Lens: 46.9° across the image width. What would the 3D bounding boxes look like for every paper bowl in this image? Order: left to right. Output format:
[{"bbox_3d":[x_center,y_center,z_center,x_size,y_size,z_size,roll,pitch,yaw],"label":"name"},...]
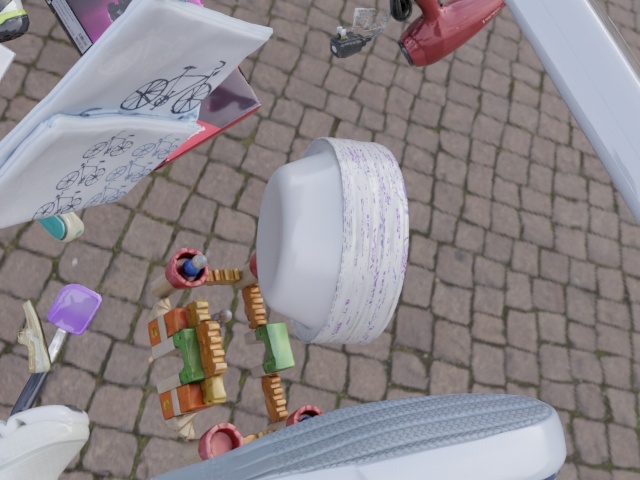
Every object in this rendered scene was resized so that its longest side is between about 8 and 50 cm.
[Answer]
[{"bbox_3d":[0.000,0.000,1.015,0.148,0.284,0.284,3,60,-17],"label":"paper bowl"}]

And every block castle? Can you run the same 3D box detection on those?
[{"bbox_3d":[-0.175,0.236,1.577,0.303,0.213,0.453,-2,72,-38],"label":"block castle"}]

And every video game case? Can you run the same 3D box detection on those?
[{"bbox_3d":[0.213,-0.043,0.451,0.300,0.036,0.329,0,60,-58],"label":"video game case"}]

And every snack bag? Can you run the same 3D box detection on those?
[{"bbox_3d":[-0.212,-0.135,0.822,0.037,0.342,0.323,51,18,3],"label":"snack bag"}]

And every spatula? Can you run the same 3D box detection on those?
[{"bbox_3d":[-0.525,0.218,1.435,0.084,0.030,0.296,32,53,-19],"label":"spatula"}]

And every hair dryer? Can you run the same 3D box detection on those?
[{"bbox_3d":[0.171,-0.365,1.161,0.293,0.223,0.080,-9,61,-24],"label":"hair dryer"}]

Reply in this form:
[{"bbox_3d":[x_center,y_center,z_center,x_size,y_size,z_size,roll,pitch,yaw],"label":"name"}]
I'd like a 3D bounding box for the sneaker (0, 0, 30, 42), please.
[{"bbox_3d":[-0.510,-0.302,0.984,0.234,0.084,0.097,-25,105,-36],"label":"sneaker"}]

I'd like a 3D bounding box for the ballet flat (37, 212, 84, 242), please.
[{"bbox_3d":[-0.615,-0.088,1.621,0.248,0.086,0.086,42,57,12],"label":"ballet flat"}]

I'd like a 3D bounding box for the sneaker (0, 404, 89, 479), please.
[{"bbox_3d":[-0.300,0.260,0.636,0.292,0.110,0.118,-44,63,4],"label":"sneaker"}]

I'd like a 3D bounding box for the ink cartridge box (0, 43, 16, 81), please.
[{"bbox_3d":[-0.651,-0.193,1.156,0.175,0.069,0.371,33,65,-30],"label":"ink cartridge box"}]

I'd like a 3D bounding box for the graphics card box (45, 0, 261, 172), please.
[{"bbox_3d":[-0.296,-0.341,1.320,0.233,0.094,0.371,-36,103,-28],"label":"graphics card box"}]

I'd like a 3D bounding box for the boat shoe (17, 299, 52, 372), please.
[{"bbox_3d":[-0.517,0.174,1.316,0.045,0.050,0.135,-14,97,-18],"label":"boat shoe"}]

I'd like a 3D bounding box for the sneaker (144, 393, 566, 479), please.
[{"bbox_3d":[-0.010,0.140,0.335,0.258,0.094,0.091,-17,93,0],"label":"sneaker"}]
